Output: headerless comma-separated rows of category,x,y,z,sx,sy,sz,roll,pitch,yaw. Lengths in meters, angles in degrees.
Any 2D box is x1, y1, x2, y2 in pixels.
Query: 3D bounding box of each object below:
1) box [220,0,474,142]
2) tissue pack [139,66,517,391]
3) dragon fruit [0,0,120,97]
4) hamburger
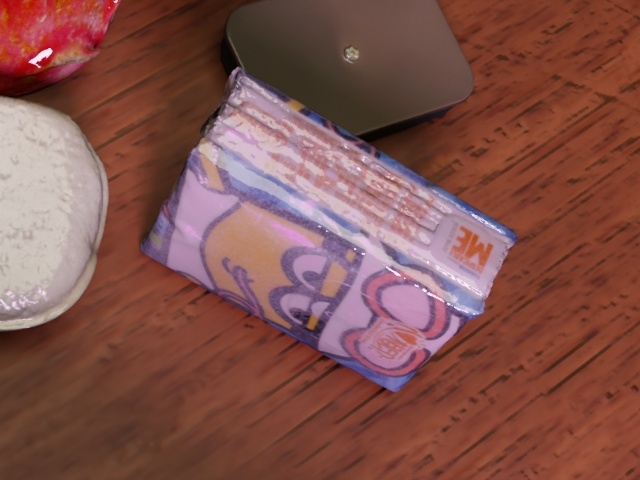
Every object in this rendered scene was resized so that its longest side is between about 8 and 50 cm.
box,0.013,-0.095,0.875,0.126,0.031,0.091,-21,77,-24
tissue pack,0.000,0.000,0.784,0.155,0.115,0.065,31,60,-4
dragon fruit,-0.166,-0.152,0.797,0.153,0.111,0.153,5,67,-12
hamburger,-0.146,-0.004,0.777,0.084,0.054,0.121,32,65,-9
